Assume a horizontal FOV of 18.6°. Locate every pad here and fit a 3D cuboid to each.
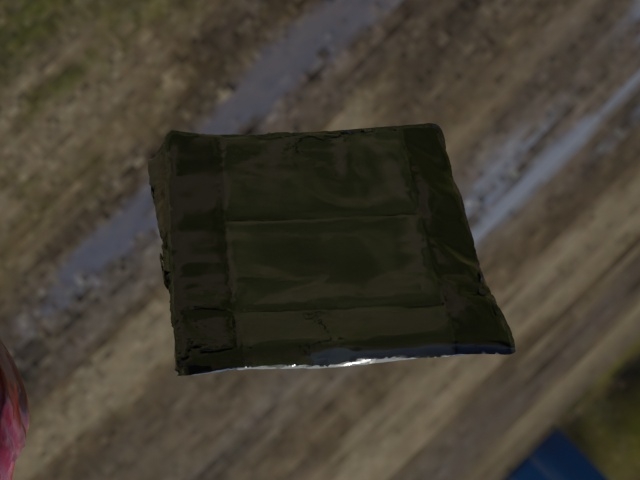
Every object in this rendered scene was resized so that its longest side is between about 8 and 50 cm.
[{"bbox_3d":[0.000,0.001,1.050,0.174,0.233,0.022,-3,122,-7],"label":"pad"}]

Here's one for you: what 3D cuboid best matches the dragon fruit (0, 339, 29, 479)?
[{"bbox_3d":[-0.256,0.088,0.900,0.252,0.241,0.241,-31,172,19],"label":"dragon fruit"}]
